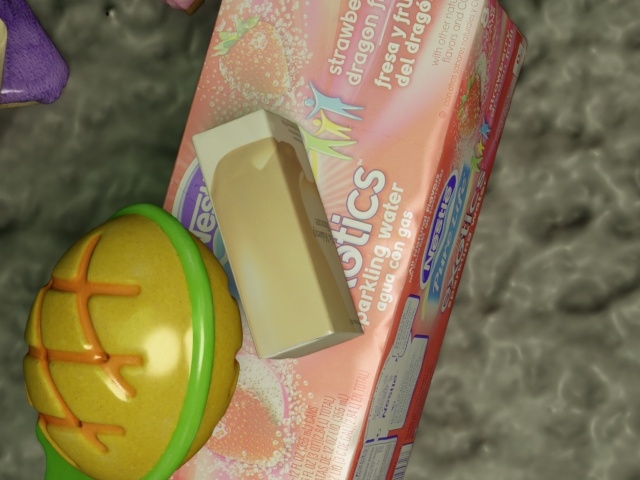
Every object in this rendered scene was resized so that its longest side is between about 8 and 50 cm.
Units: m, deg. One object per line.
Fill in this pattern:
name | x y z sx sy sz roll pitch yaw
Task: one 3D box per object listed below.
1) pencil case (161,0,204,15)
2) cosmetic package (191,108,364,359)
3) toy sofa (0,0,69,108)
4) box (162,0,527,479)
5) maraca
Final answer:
pencil case | -0.026 -0.319 0.886 0.386 0.167 0.160 -48 43 7
cosmetic package | -0.020 -0.002 0.750 0.041 0.060 0.115 -20 82 14
toy sofa | -0.293 -0.224 0.916 0.177 0.150 0.362 -25 77 -21
box | 0.000 0.000 0.853 0.142 0.154 0.300 16 91 16
maraca | -0.098 0.070 0.749 0.127 0.099 0.185 49 126 45
